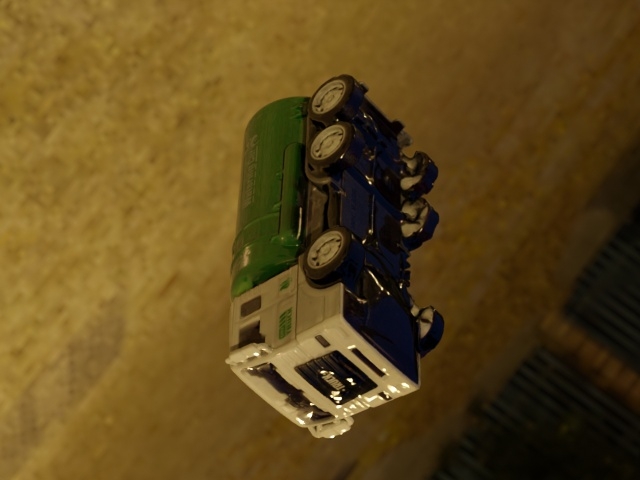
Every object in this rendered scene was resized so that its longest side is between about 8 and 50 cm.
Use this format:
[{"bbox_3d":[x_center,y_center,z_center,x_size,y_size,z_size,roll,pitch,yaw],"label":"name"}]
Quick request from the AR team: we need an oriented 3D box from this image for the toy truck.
[{"bbox_3d":[0.000,0.000,1.190,0.125,0.101,0.242,-26,-140,25],"label":"toy truck"}]
